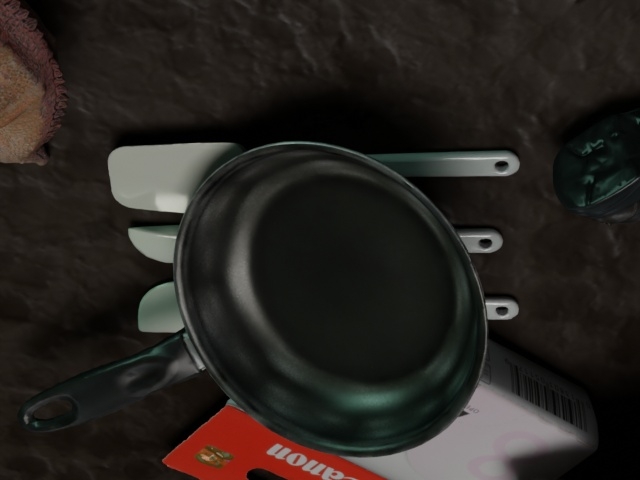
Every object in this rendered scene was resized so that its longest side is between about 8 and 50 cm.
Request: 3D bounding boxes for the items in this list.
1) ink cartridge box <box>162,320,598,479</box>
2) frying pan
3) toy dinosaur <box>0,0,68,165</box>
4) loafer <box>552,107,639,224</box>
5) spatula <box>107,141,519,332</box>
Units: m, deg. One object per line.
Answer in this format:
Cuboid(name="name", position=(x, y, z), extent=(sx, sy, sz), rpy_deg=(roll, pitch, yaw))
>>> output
Cuboid(name="ink cartridge box", position=(0.035, 0.139, 1.227), extent=(0.189, 0.066, 0.232), rpy_deg=(28, 125, -26))
Cuboid(name="frying pan", position=(-0.028, 0.072, 1.112), extent=(0.197, 0.053, 0.326), rpy_deg=(43, 125, 3))
Cuboid(name="toy dinosaur", position=(-0.200, -0.119, 0.970), extent=(0.200, 0.127, 0.296), rpy_deg=(-29, 131, 18))
Cuboid(name="loafer", position=(0.214, -0.059, 1.046), extent=(0.170, 0.062, 0.061), rpy_deg=(-24, 149, 28))
Cuboid(name="spatula", position=(0.000, 0.000, 1.132), extent=(0.242, 0.019, 0.168), rpy_deg=(0, 132, 4))
